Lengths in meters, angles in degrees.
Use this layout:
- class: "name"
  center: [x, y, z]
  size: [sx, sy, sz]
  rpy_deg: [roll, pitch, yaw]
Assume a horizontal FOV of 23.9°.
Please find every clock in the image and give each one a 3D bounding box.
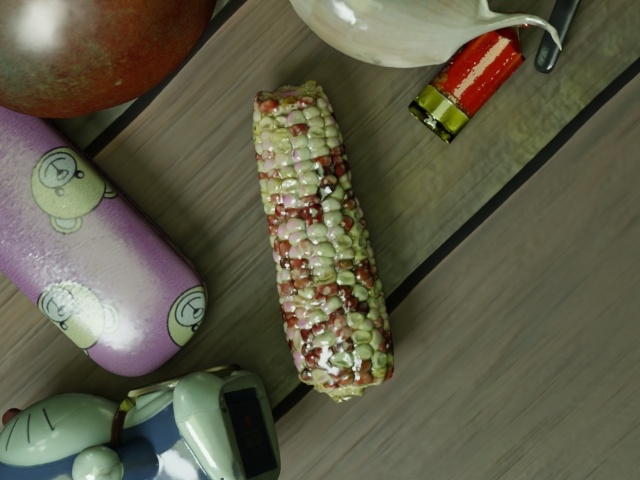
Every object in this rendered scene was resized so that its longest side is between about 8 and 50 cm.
- class: "clock"
  center: [-0.169, 0.189, 1.288]
  size: [0.243, 0.199, 0.146]
  rpy_deg: [-19, 88, 15]

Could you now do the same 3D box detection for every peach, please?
- class: "peach"
  center: [-0.217, -0.225, 1.245]
  size: [0.252, 0.252, 0.252]
  rpy_deg: [0, 93, 4]

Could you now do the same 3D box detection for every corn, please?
- class: "corn"
  center: [0.000, 0.000, 1.312]
  size: [0.092, 0.092, 0.280]
  rpy_deg: [-12, 91, 4]

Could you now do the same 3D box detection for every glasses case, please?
- class: "glasses case"
  center: [-0.234, -0.016, 1.332]
  size: [0.316, 0.076, 0.123]
  rpy_deg: [45, 95, 0]

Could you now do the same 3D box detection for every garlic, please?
- class: "garlic"
  center: [0.062, -0.211, 1.285]
  size: [0.266, 0.128, 0.148]
  rpy_deg: [46, 123, 0]

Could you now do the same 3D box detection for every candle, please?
- class: "candle"
  center: [0.136, -0.147, 1.315]
  size: [0.052, 0.052, 0.130]
  rpy_deg: [41, 94, 1]

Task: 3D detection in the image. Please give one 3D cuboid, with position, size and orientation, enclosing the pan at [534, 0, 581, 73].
- class: "pan"
  center: [0.232, -0.252, 1.289]
  size: [0.028, 0.136, 0.235]
  rpy_deg: [1, 118, -35]
